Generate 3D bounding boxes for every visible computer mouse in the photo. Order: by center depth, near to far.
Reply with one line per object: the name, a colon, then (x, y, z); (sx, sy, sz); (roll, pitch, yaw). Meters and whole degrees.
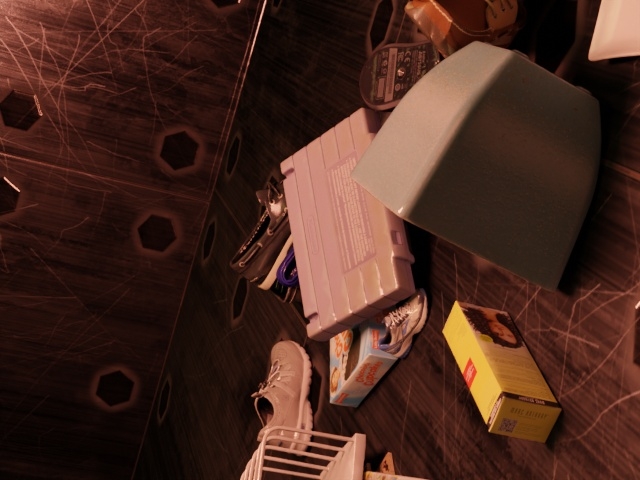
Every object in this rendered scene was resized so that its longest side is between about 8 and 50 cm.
computer mouse: (0.179, -0.272, 2.021); (0.272, 0.072, 0.189); (7, 88, 49)

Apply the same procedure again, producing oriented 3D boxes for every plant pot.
plant pot: (0.226, -0.120, 1.570); (0.252, 0.247, 0.248); (-63, 19, 7)

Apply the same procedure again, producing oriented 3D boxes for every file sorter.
file sorter: (-0.044, 0.447, 2.016); (0.278, 0.173, 0.193); (116, 163, -62)

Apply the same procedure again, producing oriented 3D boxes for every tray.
tray: (0.414, -0.358, 1.484); (0.145, 0.030, 0.271); (-163, 86, -74)

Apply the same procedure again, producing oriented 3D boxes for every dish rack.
dish rack: (-0.034, -0.005, 2.559); (0.208, 0.074, 0.272); (-148, 74, -70)

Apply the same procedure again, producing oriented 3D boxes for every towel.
towel: (0.000, 0.000, 2.303); (0.228, 0.076, 0.308); (-55, 2, -4)

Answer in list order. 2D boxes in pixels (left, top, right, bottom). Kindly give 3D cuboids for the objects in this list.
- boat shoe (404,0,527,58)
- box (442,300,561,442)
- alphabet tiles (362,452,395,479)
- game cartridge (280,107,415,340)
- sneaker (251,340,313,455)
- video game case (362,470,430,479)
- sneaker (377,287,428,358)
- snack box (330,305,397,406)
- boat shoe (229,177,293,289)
boat shoe: (0.221, -0.332, 1.723); (0.120, 0.122, 0.324); (-44, -9, 21)
box: (0.235, 0.168, 1.564); (0.232, 0.087, 0.058); (-110, 37, -59)
alphabet tiles: (0.077, 0.471, 1.966); (0.198, 0.009, 0.237); (-97, 27, -49)
game cartridge: (0.046, -0.029, 2.047); (0.230, 0.068, 0.355); (-28, 58, 33)
sneaker: (-0.083, 0.305, 2.408); (0.281, 0.115, 0.105); (-99, 28, -51)
video game case: (0.104, 0.477, 1.825); (0.206, 0.026, 0.227); (164, 117, -66)
sneaker: (0.134, 0.136, 1.950); (0.052, 0.058, 0.135); (-108, 36, -59)
snack box: (0.074, 0.118, 2.147); (0.187, 0.060, 0.322); (122, 155, -49)
boat shoe: (-0.092, -0.063, 2.479); (0.127, 0.113, 0.340); (-96, 31, -65)
